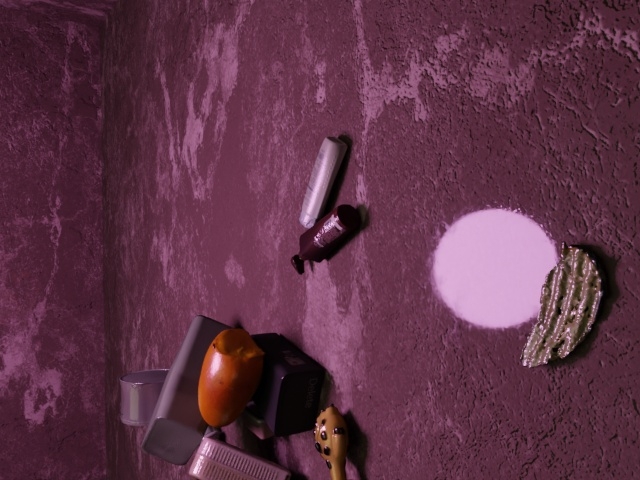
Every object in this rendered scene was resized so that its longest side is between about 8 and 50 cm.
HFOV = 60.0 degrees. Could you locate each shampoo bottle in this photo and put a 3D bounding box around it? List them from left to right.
[{"bbox_3d":[0.002,0.002,1.256,0.236,0.067,0.068,-41,48,48],"label":"shampoo bottle"},{"bbox_3d":[0.003,-0.130,1.267,0.072,0.049,0.212,44,124,42],"label":"shampoo bottle"}]

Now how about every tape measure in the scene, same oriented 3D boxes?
[{"bbox_3d":[-0.197,0.608,1.411,0.231,0.271,0.133,118,173,-65],"label":"tape measure"}]

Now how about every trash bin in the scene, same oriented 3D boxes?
[{"bbox_3d":[-0.364,0.414,1.552,0.223,0.158,0.343,-58,10,38],"label":"trash bin"},{"bbox_3d":[-0.102,0.344,1.372,0.225,0.115,0.165,30,116,56],"label":"trash bin"}]

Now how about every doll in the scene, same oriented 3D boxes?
[{"bbox_3d":[0.043,0.497,1.171,0.117,0.086,0.291,113,148,-60],"label":"doll"}]

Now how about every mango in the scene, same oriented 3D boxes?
[{"bbox_3d":[-0.230,0.353,1.350,0.187,0.138,0.257,-126,50,-64],"label":"mango"}]

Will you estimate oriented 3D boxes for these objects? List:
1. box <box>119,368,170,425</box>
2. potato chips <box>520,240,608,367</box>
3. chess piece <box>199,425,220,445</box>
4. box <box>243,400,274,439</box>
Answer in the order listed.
[{"bbox_3d":[-0.598,0.555,1.980,0.226,0.226,0.150,-3,87,55],"label":"box"},{"bbox_3d":[0.344,0.107,0.789,0.092,0.028,0.208,36,117,51],"label":"potato chips"},{"bbox_3d":[-0.358,0.606,1.742,0.272,0.139,0.139,57,134,24],"label":"chess piece"},{"bbox_3d":[-0.147,0.465,1.454,0.122,0.089,0.062,8,108,56],"label":"box"}]
